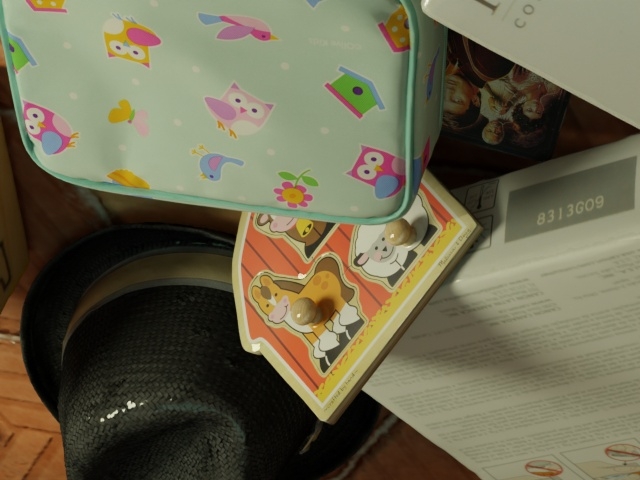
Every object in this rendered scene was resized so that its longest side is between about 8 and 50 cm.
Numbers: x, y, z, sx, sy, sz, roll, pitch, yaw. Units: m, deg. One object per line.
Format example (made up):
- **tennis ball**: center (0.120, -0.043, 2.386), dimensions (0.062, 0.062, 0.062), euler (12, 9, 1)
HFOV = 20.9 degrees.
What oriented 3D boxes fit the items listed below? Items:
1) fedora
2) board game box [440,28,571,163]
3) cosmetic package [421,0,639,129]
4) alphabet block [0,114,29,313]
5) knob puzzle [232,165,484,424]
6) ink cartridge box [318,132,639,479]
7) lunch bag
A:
- **fedora**: center (-0.116, 0.143, 1.377), dimensions (0.334, 0.152, 0.334), euler (10, 134, 11)
- **board game box**: center (0.051, -0.151, 1.115), dimensions (0.243, 0.042, 0.165), euler (15, 135, 6)
- **cosmetic package**: center (0.309, -0.135, 0.926), dimensions (0.453, 0.161, 0.230), euler (27, 122, -5)
- **alphabet block**: center (-0.346, -0.011, 1.289), dimensions (0.192, 0.193, 0.197), euler (10, 134, 14)
- **knob puzzle**: center (0.000, 0.000, 1.192), dimensions (0.213, 0.213, 0.030), euler (-21, 151, 34)
- **ink cartridge box**: center (0.208, 0.084, 1.268), dimensions (0.308, 0.091, 0.385), euler (-17, 142, 34)
- **lunch bag**: center (-0.062, -0.118, 1.082), dimensions (0.279, 0.108, 0.224), euler (10, 137, 13)
